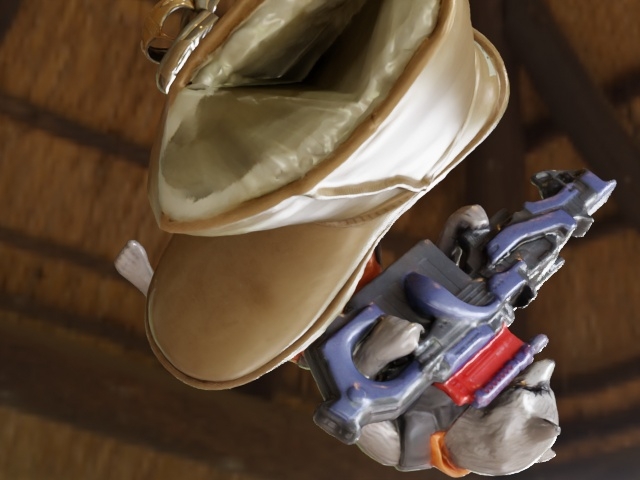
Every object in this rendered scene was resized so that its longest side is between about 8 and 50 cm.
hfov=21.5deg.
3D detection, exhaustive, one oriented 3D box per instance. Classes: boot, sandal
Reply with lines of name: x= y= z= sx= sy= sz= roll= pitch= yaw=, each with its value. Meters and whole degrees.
boot: x=-0.022 y=-0.022 z=0.698 sx=0.089 sy=0.236 sz=0.269 roll=42 pitch=9 yaw=7
sandal: x=-0.113 y=-0.166 z=1.313 sx=0.049 sy=0.180 sz=0.072 roll=28 pitch=-67 yaw=-10

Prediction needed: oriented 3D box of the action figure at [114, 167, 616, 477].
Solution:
action figure: x=0.064 y=0.048 z=1.269 sx=0.341 sy=0.330 sz=0.179 roll=-29 pitch=-33 yaw=-34
